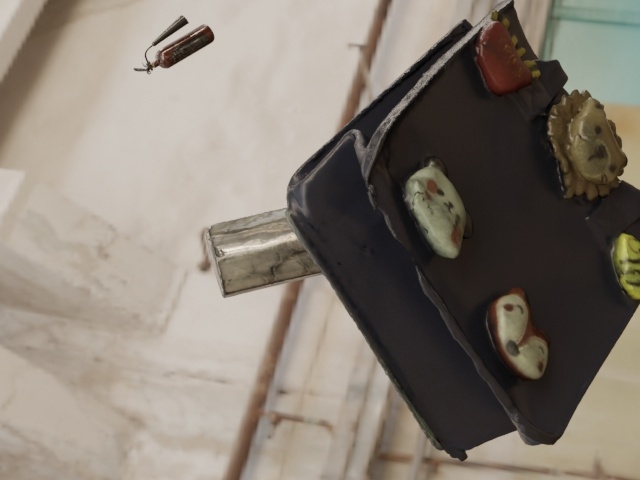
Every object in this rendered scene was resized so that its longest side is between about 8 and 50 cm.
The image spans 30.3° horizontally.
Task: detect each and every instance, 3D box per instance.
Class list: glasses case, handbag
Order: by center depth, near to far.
[{"bbox_3d":[0.159,-0.019,1.035,0.329,0.122,0.303,-44,-72,-36],"label":"handbag"},{"bbox_3d":[0.000,0.000,1.617,0.060,0.299,0.114,88,165,-54],"label":"glasses case"}]

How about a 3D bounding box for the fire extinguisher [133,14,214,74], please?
[{"bbox_3d":[-0.173,-0.230,1.384,0.100,0.032,0.046,-34,-31,-20],"label":"fire extinguisher"}]
